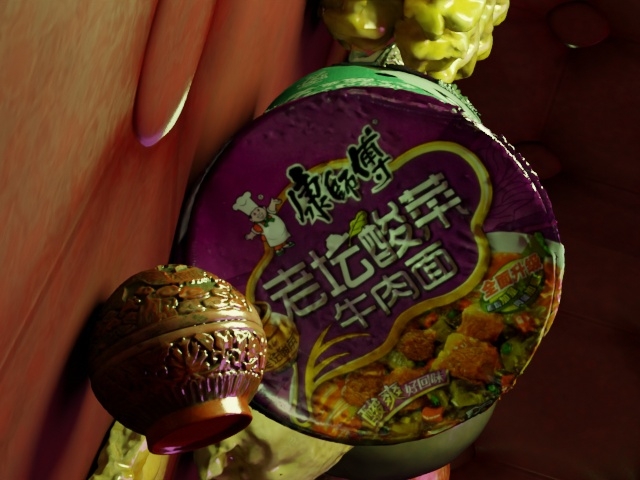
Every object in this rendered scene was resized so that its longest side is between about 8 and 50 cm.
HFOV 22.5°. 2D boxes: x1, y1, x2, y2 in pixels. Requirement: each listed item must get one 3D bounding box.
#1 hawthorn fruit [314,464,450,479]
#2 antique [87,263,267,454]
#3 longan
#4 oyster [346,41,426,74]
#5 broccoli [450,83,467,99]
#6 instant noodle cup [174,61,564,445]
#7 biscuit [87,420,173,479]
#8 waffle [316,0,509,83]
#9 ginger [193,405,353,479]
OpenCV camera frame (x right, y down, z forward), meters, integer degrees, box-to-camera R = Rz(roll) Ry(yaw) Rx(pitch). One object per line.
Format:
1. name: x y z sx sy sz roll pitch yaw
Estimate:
1. hawthorn fruit: 0.030 0.215 1.871 0.242 0.241 0.272 -36 121 -81
2. antique: -0.078 0.061 0.873 0.104 0.104 0.104 17 90 -85
3. longan: 0.058 0.129 1.622 0.248 0.248 0.248 17 90 -85
4. oyster: 0.044 -0.105 1.635 0.198 0.092 0.260 -52 162 -64
5. broccoli: 0.091 0.026 2.104 0.397 0.275 0.353 -53 167 29
6. instant noodle cup: 0.034 -0.010 1.113 0.190 0.251 0.251 -82 -173 -70
7. biscuit: -0.124 0.160 1.044 0.224 0.033 0.144 -64 169 -54
8. waffle: 0.100 -0.286 1.299 0.261 0.151 0.324 -57 160 -54
9. ginger: -0.023 0.136 1.433 0.267 0.152 0.138 -61 176 -46
